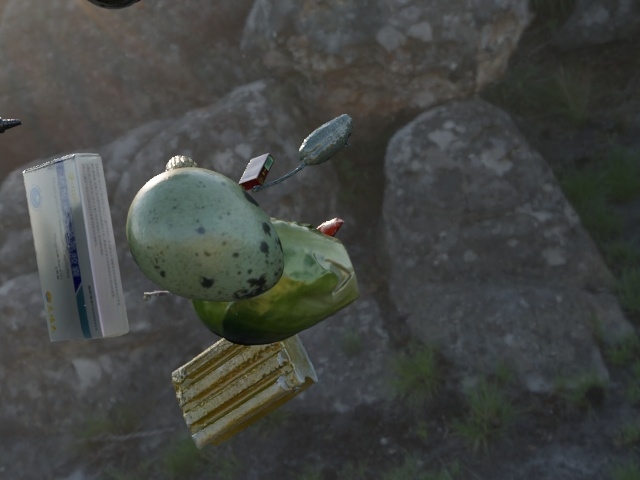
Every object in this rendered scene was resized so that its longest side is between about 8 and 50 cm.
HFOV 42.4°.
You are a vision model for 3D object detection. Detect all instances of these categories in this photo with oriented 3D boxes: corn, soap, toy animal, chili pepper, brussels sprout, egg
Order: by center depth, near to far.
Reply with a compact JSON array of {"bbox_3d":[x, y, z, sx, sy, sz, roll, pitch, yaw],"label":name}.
[{"bbox_3d":[-0.155,-0.002,1.135,0.228,0.177,0.177,26,33,3],"label":"egg"},{"bbox_3d":[-0.079,0.060,1.312,0.271,0.219,0.210,-9,66,3],"label":"brussels sprout"},{"bbox_3d":[-0.156,0.277,1.635,0.274,0.173,0.089,-35,-22,19],"label":"soap"},{"bbox_3d":[-0.028,-0.167,1.674,0.253,0.070,0.079,-40,-17,-8],"label":"toy animal"},{"bbox_3d":[0.000,0.000,1.991,0.059,0.050,0.268,-57,2,-28],"label":"chili pepper"},{"bbox_3d":[-0.430,-0.205,2.563,0.115,0.115,0.318,-21,13,-8],"label":"corn"}]

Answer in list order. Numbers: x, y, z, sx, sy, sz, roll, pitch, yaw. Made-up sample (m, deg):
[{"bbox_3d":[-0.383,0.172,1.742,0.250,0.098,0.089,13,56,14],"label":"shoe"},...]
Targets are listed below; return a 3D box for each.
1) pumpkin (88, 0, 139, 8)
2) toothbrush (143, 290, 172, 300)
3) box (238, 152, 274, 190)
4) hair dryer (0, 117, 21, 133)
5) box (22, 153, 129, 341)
[{"bbox_3d":[-0.302,-0.459,1.290,0.224,0.157,0.224,-47,4,5],"label":"pumpkin"},{"bbox_3d":[-0.375,0.125,1.911,0.014,0.017,0.194,16,1,6],"label":"toothbrush"},{"bbox_3d":[-0.132,-0.142,1.715,0.051,0.023,0.082,-16,37,35],"label":"box"},{"bbox_3d":[-0.713,-0.214,1.607,0.255,0.070,0.128,-18,-3,-24],"label":"hair dryer"},{"bbox_3d":[-0.472,0.018,1.586,0.200,0.344,0.065,-9,0,42],"label":"box"}]
